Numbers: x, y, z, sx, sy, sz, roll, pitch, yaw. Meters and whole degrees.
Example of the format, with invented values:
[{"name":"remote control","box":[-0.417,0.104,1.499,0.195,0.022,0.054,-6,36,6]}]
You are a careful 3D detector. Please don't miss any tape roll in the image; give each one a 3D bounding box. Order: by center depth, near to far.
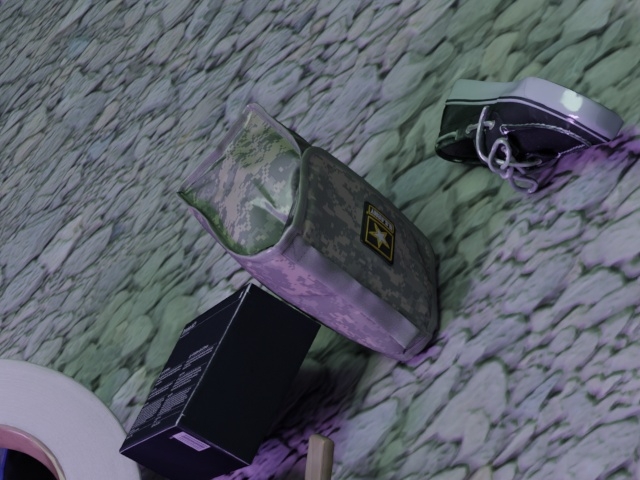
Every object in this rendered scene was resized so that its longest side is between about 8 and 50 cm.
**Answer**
[{"name":"tape roll","box":[-0.401,0.329,2.142,0.072,0.392,0.392,92,-166,-61]}]

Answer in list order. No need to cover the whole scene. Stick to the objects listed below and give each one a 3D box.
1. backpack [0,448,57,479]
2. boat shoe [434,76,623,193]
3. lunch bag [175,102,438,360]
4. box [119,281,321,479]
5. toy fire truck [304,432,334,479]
[{"name":"backpack","box":[-0.459,0.357,2.324,0.263,0.213,0.276,-40,35,42]},{"name":"boat shoe","box":[0.214,-0.114,1.954,0.306,0.113,0.105,15,79,60]},{"name":"lunch bag","box":[0.000,0.000,2.007,0.169,0.235,0.287,-49,31,3]},{"name":"box","box":[-0.119,0.171,2.047,0.184,0.103,0.261,-65,12,-20]},{"name":"toy fire truck","box":[-0.075,0.321,1.912,0.246,0.158,0.217,-40,34,-15]}]
